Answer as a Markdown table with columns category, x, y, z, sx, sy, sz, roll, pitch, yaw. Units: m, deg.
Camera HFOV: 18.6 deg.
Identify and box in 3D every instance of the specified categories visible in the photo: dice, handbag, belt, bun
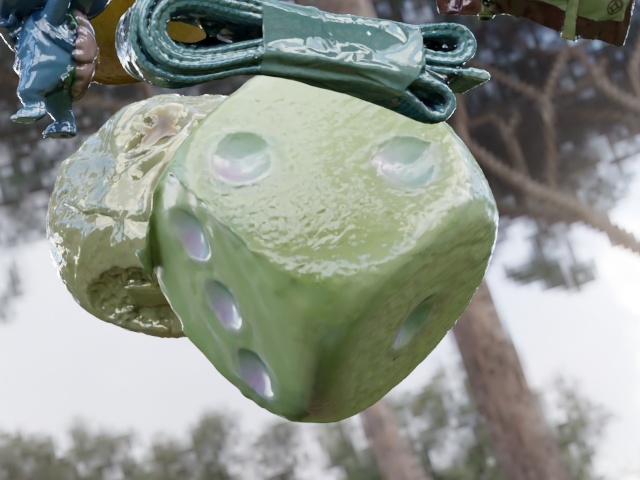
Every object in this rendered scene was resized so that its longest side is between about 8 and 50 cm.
| category | x | y | z | sx | sy | sz | roll | pitch | yaw |
| --- | --- | --- | --- | --- | --- | --- | --- | --- | --- |
| dice | 0.000 | 0.000 | 1.829 | 0.254 | 0.249 | 0.252 | -40 | -24 | -28 |
| handbag | 0.231 | -0.326 | 1.965 | 0.213 | 0.235 | 0.127 | 9 | 17 | -7 |
| belt | -0.013 | -0.147 | 1.571 | 0.302 | 0.087 | 0.072 | 7 | -13 | -17 |
| bun | -0.174 | -0.061 | 2.405 | 0.364 | 0.364 | 0.202 | -18 | -47 | 3 |

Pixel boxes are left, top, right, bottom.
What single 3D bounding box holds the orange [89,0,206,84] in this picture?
| category | x | y | z | sx | sy | sz | roll | pitch | yaw |
| --- | --- | --- | --- | --- | --- | --- | --- | --- | --- |
| orange | -0.211 | -0.300 | 2.061 | 0.274 | 0.274 | 0.274 | -15 | -22 | -6 |

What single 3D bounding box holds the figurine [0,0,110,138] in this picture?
| category | x | y | z | sx | sy | sz | roll | pitch | yaw |
| --- | --- | --- | --- | --- | --- | --- | --- | --- | --- |
| figurine | -0.230 | -0.171 | 1.512 | 0.144 | 0.178 | 0.114 | -3 | -13 | 7 |
